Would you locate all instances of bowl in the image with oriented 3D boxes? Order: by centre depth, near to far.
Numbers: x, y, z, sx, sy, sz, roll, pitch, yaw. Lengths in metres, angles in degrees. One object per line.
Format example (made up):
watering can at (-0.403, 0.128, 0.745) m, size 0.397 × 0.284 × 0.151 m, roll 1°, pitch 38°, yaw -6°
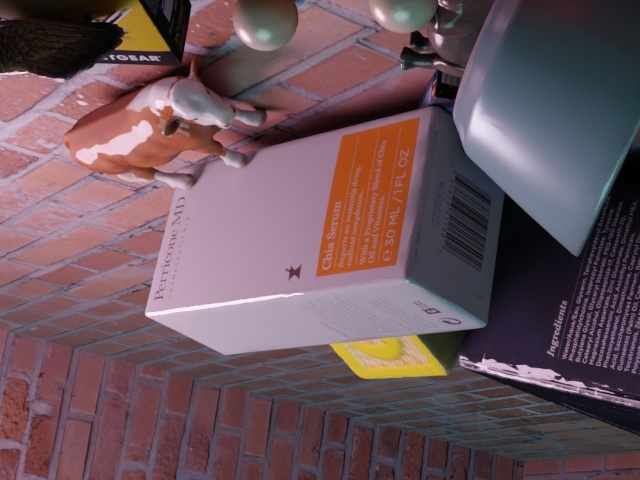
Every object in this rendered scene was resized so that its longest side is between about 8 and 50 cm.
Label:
bowl at (0.231, -0.158, 1.221) m, size 0.163 × 0.312 × 0.311 m, roll 25°, pitch 164°, yaw 9°

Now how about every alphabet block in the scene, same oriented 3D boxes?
alphabet block at (0.107, 0.060, 1.862) m, size 0.192 × 0.197 × 0.193 m, roll -11°, pitch 128°, yaw 51°

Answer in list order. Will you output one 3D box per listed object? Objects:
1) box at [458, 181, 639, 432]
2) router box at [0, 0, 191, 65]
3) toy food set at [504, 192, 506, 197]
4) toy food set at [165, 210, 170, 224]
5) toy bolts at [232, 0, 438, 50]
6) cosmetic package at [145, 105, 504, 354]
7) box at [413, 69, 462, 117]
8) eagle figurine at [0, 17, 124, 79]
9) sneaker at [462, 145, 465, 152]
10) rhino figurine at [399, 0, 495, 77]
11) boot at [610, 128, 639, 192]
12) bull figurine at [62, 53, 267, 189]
box at (0.535, 0.130, 1.774) m, size 0.480 × 0.297 × 0.471 m, roll 24°, pitch 168°, yaw -41°
router box at (-0.316, -0.272, 1.370) m, size 0.308 × 0.081 × 0.243 m, roll 3°, pitch 162°, yaw 14°
toy food set at (0.234, -0.026, 1.923) m, size 0.217 × 0.071 × 0.128 m, roll 8°, pitch 162°, yaw -3°
toy food set at (-0.101, -0.033, 1.968) m, size 0.232 × 0.111 × 0.104 m, roll 23°, pitch 157°, yaw -28°
toy bolts at (-0.010, -0.262, 1.145) m, size 0.218 × 0.159 × 0.228 m, roll 23°, pitch 157°, yaw -40°
cosmetic package at (0.000, 0.000, 1.682) m, size 0.453 × 0.230 × 0.161 m, roll -11°, pitch 150°, yaw 42°
box at (0.235, -0.142, 1.605) m, size 0.233 × 0.044 × 0.159 m, roll 9°, pitch 161°, yaw -5°
eagle figurine at (-0.360, -0.175, 1.300) m, size 0.225 × 0.226 × 0.298 m, roll 45°, pitch 125°, yaw -3°
sneaker at (0.206, -0.109, 1.543) m, size 0.084 × 0.058 × 0.152 m, roll 1°, pitch 156°, yaw 2°
rhino figurine at (0.126, -0.234, 1.321) m, size 0.106 × 0.073 × 0.243 m, roll 7°, pitch 161°, yaw 14°
boot at (0.297, -0.118, 1.488) m, size 0.115 × 0.112 × 0.305 m, roll 21°, pitch 139°, yaw 7°
bull figurine at (-0.190, -0.143, 1.686) m, size 0.310 × 0.101 × 0.188 m, roll -9°, pitch 158°, yaw 42°
